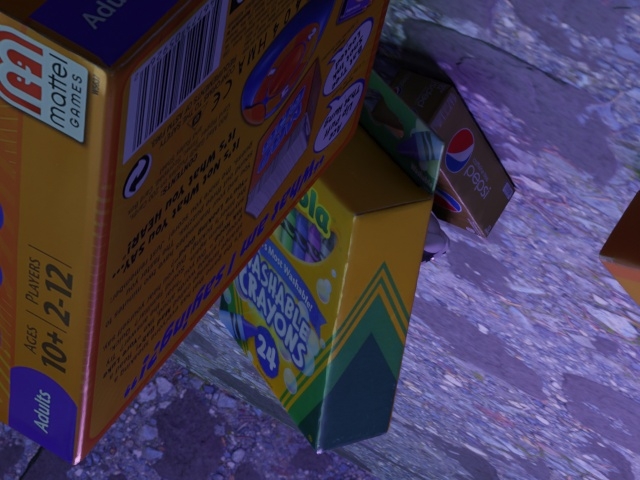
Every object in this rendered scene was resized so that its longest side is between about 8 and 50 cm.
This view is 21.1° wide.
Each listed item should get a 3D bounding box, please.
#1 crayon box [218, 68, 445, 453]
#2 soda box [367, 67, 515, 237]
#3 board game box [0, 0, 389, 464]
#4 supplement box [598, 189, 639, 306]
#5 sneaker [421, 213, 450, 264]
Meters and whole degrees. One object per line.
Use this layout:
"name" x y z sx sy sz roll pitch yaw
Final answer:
"crayon box" 0.000 0.000 1.518 0.203 0.083 0.323 50 142 42
"soda box" 0.111 -0.077 1.544 0.061 0.058 0.181 23 163 35
"board game box" -0.183 -0.161 1.062 0.356 0.356 0.356 29 142 13
"supplement box" 0.334 0.054 1.469 0.078 0.080 0.233 17 158 48
"sneaker" 0.045 -0.026 1.659 0.292 0.110 0.118 -140 25 -79
